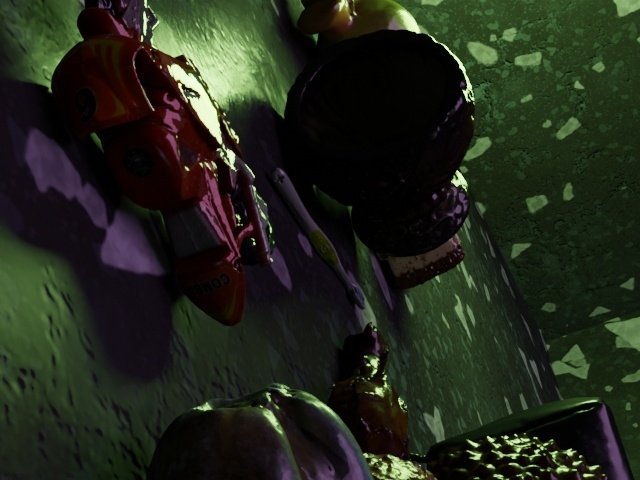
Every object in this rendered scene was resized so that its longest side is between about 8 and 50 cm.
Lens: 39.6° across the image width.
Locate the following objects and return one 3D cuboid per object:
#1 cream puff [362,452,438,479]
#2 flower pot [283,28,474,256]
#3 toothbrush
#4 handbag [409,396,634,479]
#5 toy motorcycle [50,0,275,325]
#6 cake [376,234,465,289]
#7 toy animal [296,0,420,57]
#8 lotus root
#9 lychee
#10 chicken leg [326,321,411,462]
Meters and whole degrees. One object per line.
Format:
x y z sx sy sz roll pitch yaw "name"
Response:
0.059 0.293 0.737 0.240 0.164 0.240 -17 90 -77 "cream puff"
0.104 -0.125 1.303 0.267 0.267 0.266 66 12 -49 "flower pot"
0.000 0.000 1.176 0.263 0.022 0.026 57 7 -34 "toothbrush"
0.268 0.367 1.118 0.178 0.275 0.301 40 35 -72 "handbag"
-0.128 -0.082 0.742 0.298 0.089 0.171 61 18 -25 "toy motorcycle"
0.181 -0.012 1.578 0.112 0.135 0.246 64 16 -10 "cake"
0.100 -0.336 1.639 0.338 0.191 0.216 56 19 -37 "toy animal"
-0.024 0.252 0.553 0.158 0.140 0.322 5 69 -53 "lotus root"
0.203 0.327 0.912 0.267 0.267 0.267 58 19 -32 "lychee"
0.051 0.181 1.008 0.304 0.093 0.113 -79 162 -76 "chicken leg"
